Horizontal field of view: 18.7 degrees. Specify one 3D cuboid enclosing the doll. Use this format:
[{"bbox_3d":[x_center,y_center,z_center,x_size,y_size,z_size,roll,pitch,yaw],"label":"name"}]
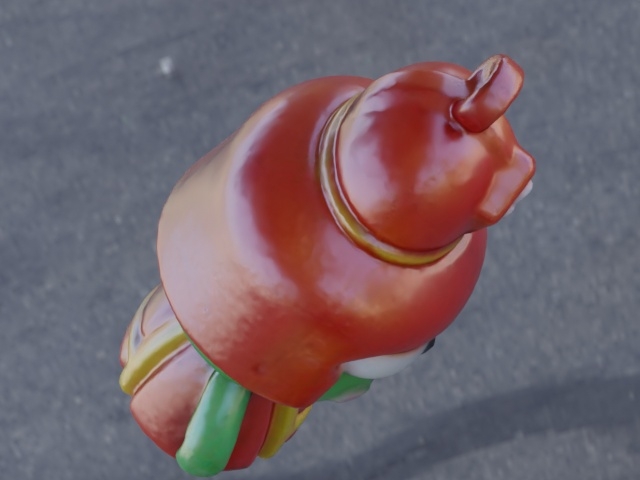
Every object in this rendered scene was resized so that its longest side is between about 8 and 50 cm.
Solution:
[{"bbox_3d":[0.001,0.001,1.081,0.363,0.160,0.182,-40,16,46],"label":"doll"}]
